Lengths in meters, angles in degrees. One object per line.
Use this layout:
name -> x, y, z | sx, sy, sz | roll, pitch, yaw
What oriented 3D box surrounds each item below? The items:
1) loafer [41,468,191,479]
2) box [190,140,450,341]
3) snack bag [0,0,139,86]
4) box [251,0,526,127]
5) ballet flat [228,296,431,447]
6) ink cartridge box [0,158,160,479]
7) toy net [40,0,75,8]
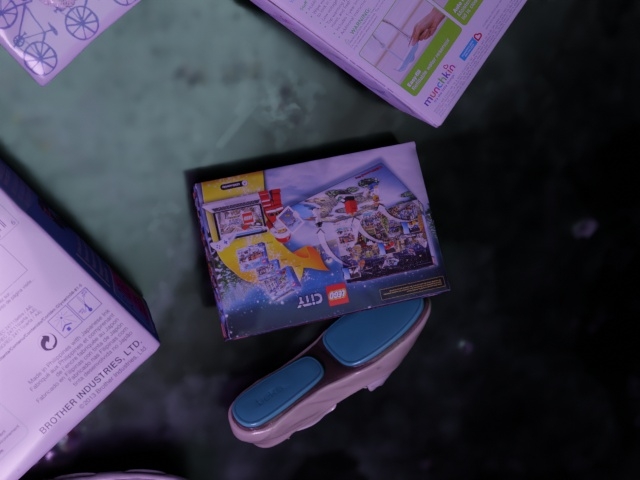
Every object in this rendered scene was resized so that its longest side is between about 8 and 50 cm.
loafer -> -0.273, 0.282, 1.195 | 0.320, 0.111, 0.112 | -9, 63, -19
box -> 0.000, 0.000, 1.223 | 0.233, 0.044, 0.159 | -11, 85, -13
snack bag -> -0.230, -0.365, 1.086 | 0.342, 0.037, 0.323 | -41, 115, -3
box -> 0.084, -0.284, 1.160 | 0.231, 0.127, 0.262 | 33, 93, -20
ballet flat -> 0.016, 0.141, 1.281 | 0.248, 0.086, 0.086 | -31, 110, -5
ink cartridge box -> -0.377, 0.032, 1.094 | 0.270, 0.151, 0.395 | -43, 112, -3
toy net -> -0.232, -0.324, 1.057 | 0.122, 0.045, 0.232 | -13, 112, -16
